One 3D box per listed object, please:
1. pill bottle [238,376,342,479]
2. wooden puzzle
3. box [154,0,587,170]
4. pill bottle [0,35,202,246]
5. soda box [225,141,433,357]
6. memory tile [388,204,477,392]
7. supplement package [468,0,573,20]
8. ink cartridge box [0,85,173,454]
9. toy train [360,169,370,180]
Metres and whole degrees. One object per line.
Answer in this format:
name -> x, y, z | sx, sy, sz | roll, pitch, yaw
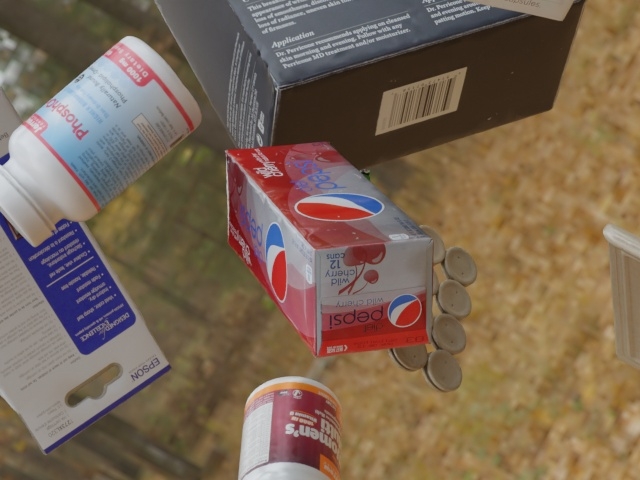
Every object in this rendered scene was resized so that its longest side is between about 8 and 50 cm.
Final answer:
pill bottle -> -0.036, 0.275, 2.028 | 0.221, 0.121, 0.121 | -88, 23, -50
wooden puzzle -> 0.348, 0.088, 1.479 | 0.044, 0.221, 0.238 | -50, -31, -18
box -> 0.038, -0.253, 1.778 | 0.343, 0.312, 0.179 | -18, -32, -18
pill bottle -> -0.173, -0.071, 1.289 | 0.160, 0.087, 0.087 | -42, 0, -10
soda box -> 0.000, 0.000, 1.306 | 0.263, 0.092, 0.083 | -132, 39, -66
memory tile -> 0.079, 0.047, 1.444 | 0.012, 0.113, 0.148 | -34, 33, 44
supplement package -> 0.058, -0.287, 1.191 | 0.204, 0.262, 0.145 | -105, 30, -45
ink cartridge box -> -0.331, 0.032, 1.886 | 0.176, 0.371, 0.069 | -34, 11, -18
toy train -> 0.029, -0.050, 1.844 | 0.083, 0.017, 0.023 | -45, 38, 49
